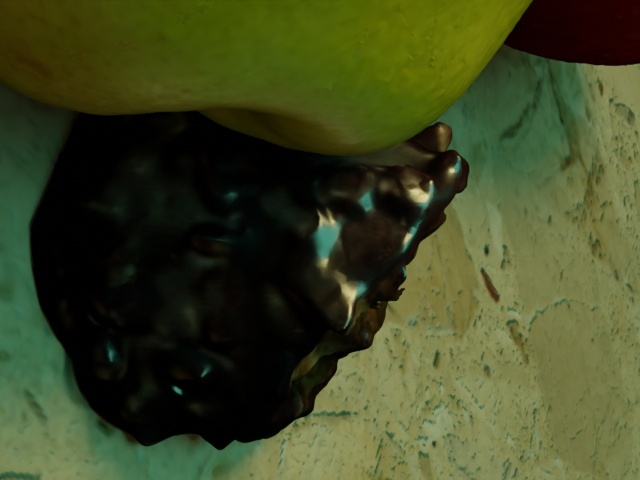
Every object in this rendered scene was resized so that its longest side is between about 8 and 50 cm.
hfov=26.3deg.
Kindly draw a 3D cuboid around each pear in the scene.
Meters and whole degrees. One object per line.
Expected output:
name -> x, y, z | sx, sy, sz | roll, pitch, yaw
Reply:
pear -> -0.026, -0.245, 0.524 | 0.362, 0.362, 0.418 | -5, 106, -54

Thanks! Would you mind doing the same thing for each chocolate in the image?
chocolate -> 0.000, 0.000, 0.680 | 0.206, 0.177, 0.224 | 45, 54, -42

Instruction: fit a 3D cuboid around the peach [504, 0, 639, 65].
peach -> 0.201, -0.248, 0.897 | 0.338, 0.281, 0.281 | -1, 87, -41
